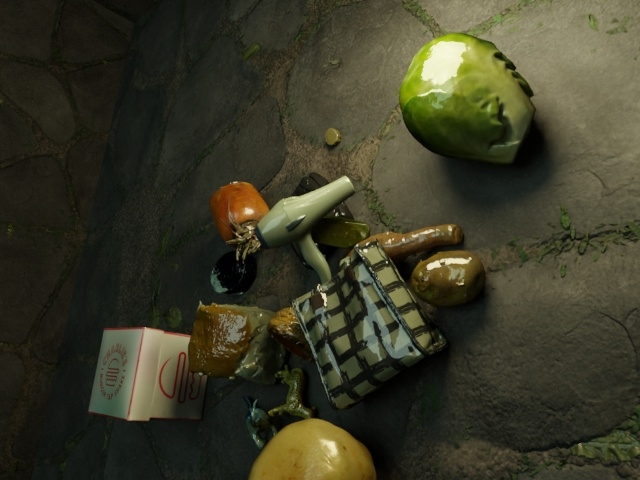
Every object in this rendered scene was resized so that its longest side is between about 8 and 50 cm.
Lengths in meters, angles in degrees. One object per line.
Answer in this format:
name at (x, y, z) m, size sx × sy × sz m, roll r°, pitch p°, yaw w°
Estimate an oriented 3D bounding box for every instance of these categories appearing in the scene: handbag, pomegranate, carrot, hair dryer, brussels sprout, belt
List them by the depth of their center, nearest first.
brussels sprout at (0.353, -0.330, 1.302) m, size 0.354 × 0.289 × 0.281 m, roll 39°, pitch 93°, yaw 23°
pomegranate at (-0.025, 0.599, 1.304) m, size 0.332 × 0.332 × 0.333 m, roll -19°, pitch 62°, yaw 40°
handbag at (0.105, 0.218, 1.381) m, size 0.325 × 0.162 × 0.327 m, roll -40°, pitch 68°, yaw 29°
hair dryer at (0.009, -0.039, 1.500) m, size 0.296 × 0.298 × 0.119 m, roll -50°, pitch 16°, yaw 8°
handbag at (-0.029, -0.067, 1.736) m, size 0.244 × 0.088 × 0.275 m, roll -55°, pitch 45°, yaw 21°
carrot at (-0.273, -0.079, 1.901) m, size 0.214 × 0.193 × 0.331 m, roll 92°, pitch 156°, yaw -48°
belt at (-0.318, 0.124, 1.959) m, size 0.198 × 0.078 × 0.151 m, roll -27°, pitch 61°, yaw 34°

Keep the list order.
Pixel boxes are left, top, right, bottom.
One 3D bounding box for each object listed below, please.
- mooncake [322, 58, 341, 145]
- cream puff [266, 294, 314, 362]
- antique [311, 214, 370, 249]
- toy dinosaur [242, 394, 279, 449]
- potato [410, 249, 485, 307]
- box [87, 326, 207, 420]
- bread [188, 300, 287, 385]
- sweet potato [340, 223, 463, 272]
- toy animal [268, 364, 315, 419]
mooncake at (0.037, -0.488, 1.848) m, size 0.150 × 0.057 × 0.347 m, roll 7°, pitch 77°, yaw 34°
cream puff at (-0.043, 0.246, 1.590) m, size 0.183 × 0.183 × 0.169 m, roll 11°, pitch 57°, yaw 47°
antique at (0.034, -0.031, 1.572) m, size 0.220 × 0.080 × 0.081 m, roll 11°, pitch 104°, yaw 7°
toy dinosaur at (-0.187, 0.542, 1.601) m, size 0.076 × 0.363 × 0.147 m, roll -32°, pitch 86°, yaw -13°
potato at (0.308, 0.092, 1.297) m, size 0.175 × 0.137 × 0.137 m, roll -5°, pitch 70°, yaw 22°
box at (-0.613, 0.488, 1.955) m, size 0.314 × 0.300 × 0.313 m, roll -10°, pitch 68°, yaw 42°
bread at (-0.253, 0.331, 1.704) m, size 0.278 × 0.225 × 0.250 m, roll 5°, pitch 84°, yaw 36°
sweet potato at (0.194, 0.025, 1.452) m, size 0.385 × 0.109 × 0.109 m, roll -25°, pitch 58°, yaw 38°
toy animal at (-0.073, 0.447, 1.598) m, size 0.136 × 0.073 × 0.182 m, roll -17°, pitch 50°, yaw 32°
